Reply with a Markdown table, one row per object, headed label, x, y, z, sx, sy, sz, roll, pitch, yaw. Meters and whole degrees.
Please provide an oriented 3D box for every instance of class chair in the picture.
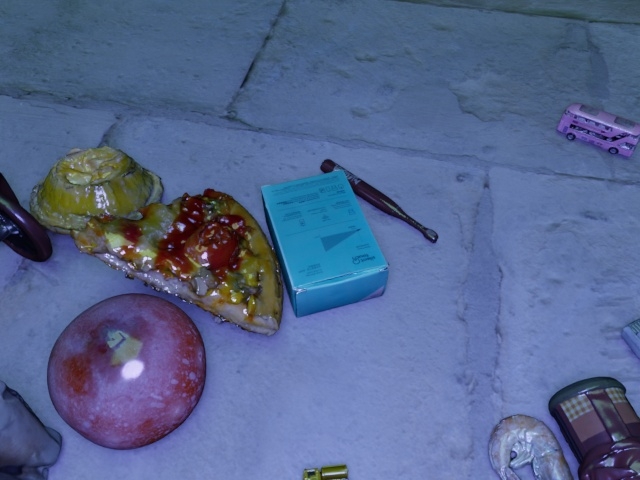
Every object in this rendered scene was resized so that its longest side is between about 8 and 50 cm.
| label | x | y | z | sx | sy | sz | roll | pitch | yaw |
| --- | --- | --- | --- | --- | --- | --- | --- | --- | --- |
| chair | -0.730 | 0.039 | 1.116 | 0.227 | 0.226 | 0.401 | 23 | 54 | 18 |

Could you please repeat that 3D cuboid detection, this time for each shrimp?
| label | x | y | z | sx | sy | sz | roll | pitch | yaw |
| --- | --- | --- | --- | --- | --- | --- | --- | --- | --- |
| shrimp | 0.362 | 0.400 | 0.921 | 0.126 | 0.047 | 0.223 | -11 | 48 | -2 |

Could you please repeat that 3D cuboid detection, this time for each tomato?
| label | x | y | z | sx | sy | sz | roll | pitch | yaw |
| --- | --- | --- | --- | --- | --- | --- | --- | --- | --- |
| tomato | -0.335 | 0.216 | 0.962 | 0.271 | 0.227 | 0.270 | 1 | 53 | -1 |

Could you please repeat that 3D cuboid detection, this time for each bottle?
| label | x | y | z | sx | sy | sz | roll | pitch | yaw |
| --- | --- | --- | --- | --- | --- | --- | --- | --- | --- |
| bottle | 0.486 | 0.370 | 0.889 | 0.156 | 0.143 | 0.271 | 28 | 34 | -37 |

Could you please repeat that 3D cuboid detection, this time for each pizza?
| label | x | y | z | sx | sy | sz | roll | pitch | yaw |
| --- | --- | --- | --- | --- | --- | --- | --- | --- | --- |
| pizza | -0.276 | 0.008 | 1.103 | 0.407 | 0.130 | 0.439 | 7 | 35 | -34 |

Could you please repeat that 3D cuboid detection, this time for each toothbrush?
| label | x | y | z | sx | sy | sz | roll | pitch | yaw |
| --- | --- | --- | --- | --- | --- | --- | --- | --- | --- |
| toothbrush | 0.139 | -0.101 | 1.341 | 0.364 | 0.040 | 0.041 | 37 | 60 | 26 |

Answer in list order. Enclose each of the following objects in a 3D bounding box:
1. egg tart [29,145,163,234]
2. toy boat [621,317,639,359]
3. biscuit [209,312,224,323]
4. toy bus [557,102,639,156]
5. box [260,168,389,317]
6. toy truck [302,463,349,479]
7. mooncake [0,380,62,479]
| label | x | y | z | sx | sy | sz | roll | pitch | yaw |
| --- | --- | --- | --- | --- | --- | --- | --- | --- | --- |
| egg tart | -0.530 | -0.131 | 1.294 | 0.316 | 0.120 | 0.314 | 3 | 41 | -2 |
| toy boat | 0.678 | 0.251 | 1.015 | 0.078 | 0.085 | 0.260 | -20 | 53 | -16 |
| biscuit | -0.250 | 0.095 | 1.169 | 0.061 | 0.055 | 0.219 | -22 | 52 | -36 |
| toy bus | 0.744 | -0.297 | 1.464 | 0.203 | 0.090 | 0.063 | 28 | 55 | 20 |
| box | 0.000 | 0.000 | 1.206 | 0.205 | 0.118 | 0.311 | -15 | 51 | -9 |
| toy truck | 0.007 | 0.407 | 0.915 | 0.084 | 0.049 | 0.054 | -4 | 49 | -4 |
| mooncake | -0.574 | 0.302 | 0.876 | 0.255 | 0.250 | 0.136 | -1 | 53 | 2 |
